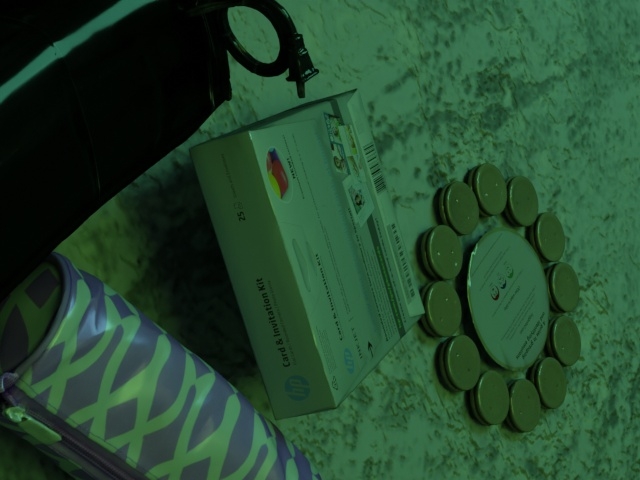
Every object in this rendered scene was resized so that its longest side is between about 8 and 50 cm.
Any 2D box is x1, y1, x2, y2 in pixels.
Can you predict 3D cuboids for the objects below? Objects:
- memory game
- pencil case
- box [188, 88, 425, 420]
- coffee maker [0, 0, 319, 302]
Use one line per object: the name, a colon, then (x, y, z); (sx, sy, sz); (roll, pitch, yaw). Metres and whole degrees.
memory game: (0.125, 0.039, 0.999); (0.186, 0.012, 0.186); (14, 70, -47)
pencil case: (-0.084, 0.090, 0.690); (0.206, 0.086, 0.088); (41, 20, -34)
box: (0.000, 0.000, 0.799); (0.186, 0.038, 0.145); (-37, 111, -69)
coffee maker: (-0.127, -0.054, 0.610); (0.178, 0.171, 0.120); (-49, 117, -42)
